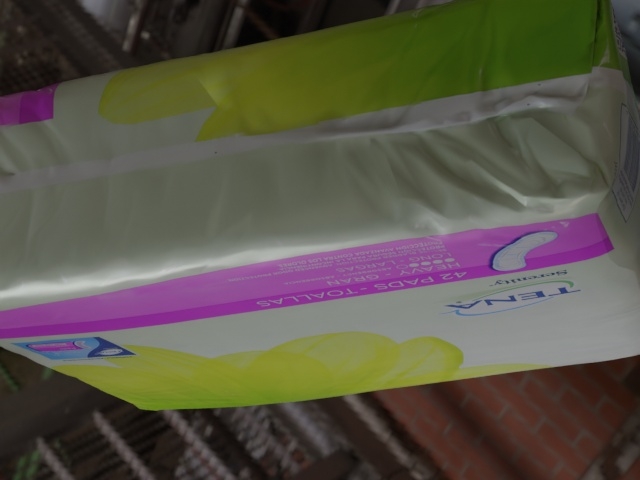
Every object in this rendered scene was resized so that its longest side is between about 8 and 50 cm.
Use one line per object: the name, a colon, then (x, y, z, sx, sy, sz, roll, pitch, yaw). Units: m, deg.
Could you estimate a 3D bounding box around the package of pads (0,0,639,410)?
package of pads: (0.000, 0.000, 0.619, 0.296, 0.229, 0.101, -8, -110, 18)
